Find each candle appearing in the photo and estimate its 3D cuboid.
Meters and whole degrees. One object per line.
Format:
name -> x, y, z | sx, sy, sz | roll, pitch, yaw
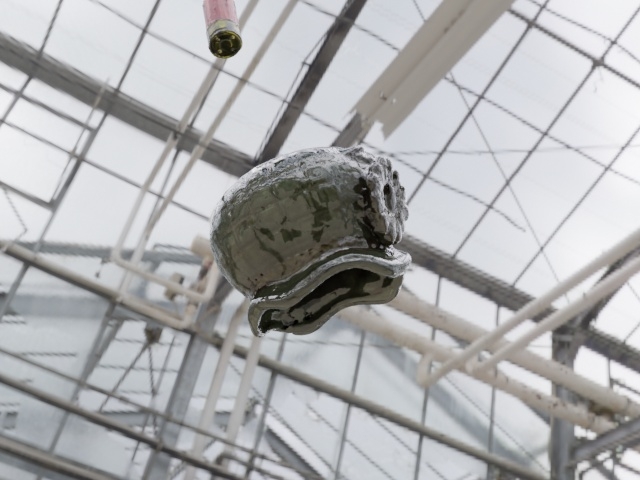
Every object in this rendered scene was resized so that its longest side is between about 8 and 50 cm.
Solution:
candle -> -0.147, -0.326, 1.236 | 0.052, 0.130, 0.052 | -9, -39, -7

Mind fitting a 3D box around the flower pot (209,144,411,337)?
flower pot -> 0.000, 0.000, 1.225 | 0.302, 0.213, 0.302 | -19, -16, -6
